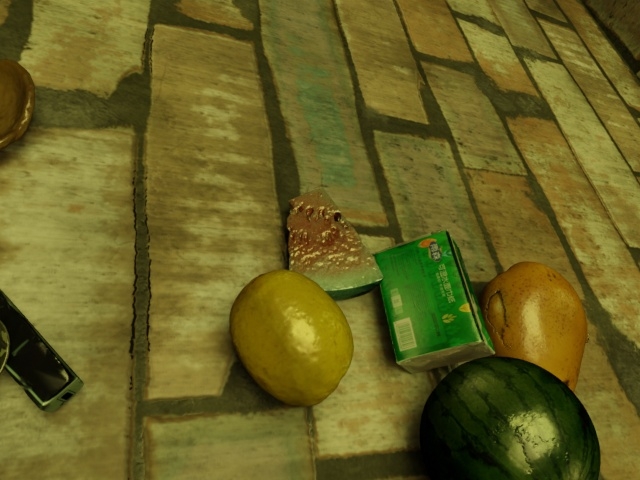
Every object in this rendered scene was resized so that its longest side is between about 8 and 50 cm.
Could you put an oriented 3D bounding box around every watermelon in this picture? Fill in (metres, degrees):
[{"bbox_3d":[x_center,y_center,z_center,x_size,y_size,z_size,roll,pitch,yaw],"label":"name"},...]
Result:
[{"bbox_3d":[0.262,0.288,0.681,0.243,0.242,0.242,13,53,-18],"label":"watermelon"},{"bbox_3d":[0.000,0.000,0.866,0.154,0.094,0.241,-6,59,-18],"label":"watermelon"}]

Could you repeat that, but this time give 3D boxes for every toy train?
[{"bbox_3d":[-0.404,0.110,0.608,0.252,0.048,0.055,42,71,12],"label":"toy train"}]

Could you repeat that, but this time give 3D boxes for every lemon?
[{"bbox_3d":[-0.045,0.135,0.690,0.170,0.170,0.207,-28,72,-37],"label":"lemon"}]

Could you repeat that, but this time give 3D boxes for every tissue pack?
[{"bbox_3d":[0.202,0.117,0.843,0.156,0.148,0.208,42,32,-52],"label":"tissue pack"}]

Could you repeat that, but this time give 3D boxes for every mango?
[{"bbox_3d":[0.391,0.174,0.887,0.191,0.160,0.290,15,62,-24],"label":"mango"}]

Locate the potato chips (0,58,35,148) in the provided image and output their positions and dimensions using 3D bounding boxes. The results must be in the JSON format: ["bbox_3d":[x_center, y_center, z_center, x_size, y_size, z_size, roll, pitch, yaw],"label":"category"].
[{"bbox_3d":[-0.548,-0.206,0.745,0.195,0.062,0.208,-29,75,-31],"label":"potato chips"}]

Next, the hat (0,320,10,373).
[{"bbox_3d":[-0.425,0.138,0.546,0.121,0.050,0.121,0,75,-1],"label":"hat"}]
